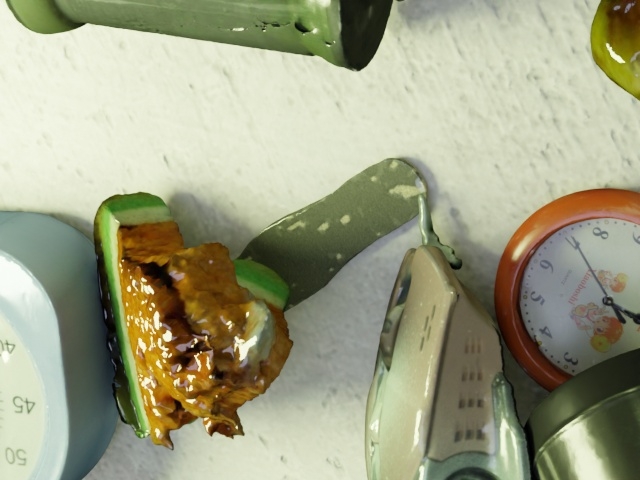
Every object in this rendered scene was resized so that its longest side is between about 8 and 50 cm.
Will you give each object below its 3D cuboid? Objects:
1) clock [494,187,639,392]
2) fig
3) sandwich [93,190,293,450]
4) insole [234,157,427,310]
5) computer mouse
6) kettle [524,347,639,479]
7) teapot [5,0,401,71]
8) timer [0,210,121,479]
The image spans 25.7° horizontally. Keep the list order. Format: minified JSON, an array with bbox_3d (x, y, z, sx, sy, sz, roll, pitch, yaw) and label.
[{"bbox_3d":[0.256,0.054,1.249,0.205,0.051,0.205,5,107,19],"label":"clock"},{"bbox_3d":[0.297,-0.157,1.123,0.166,0.144,0.154,43,153,-19],"label":"fig"},{"bbox_3d":[-0.101,0.074,1.309,0.162,0.301,0.250,-15,100,-22],"label":"sandwich"},{"bbox_3d":[0.000,0.000,1.353,0.248,0.011,0.081,-34,93,26],"label":"insole"},{"bbox_3d":[0.095,0.151,1.256,0.115,0.199,0.389,-7,86,-19],"label":"computer mouse"},{"bbox_3d":[0.309,0.256,1.156,0.207,0.251,0.271,-24,53,11],"label":"kettle"},{"bbox_3d":[-0.088,-0.276,1.186,0.337,0.200,0.270,10,140,15],"label":"teapot"},{"bbox_3d":[-0.396,0.157,1.463,0.395,0.173,0.395,6,108,18],"label":"timer"}]
